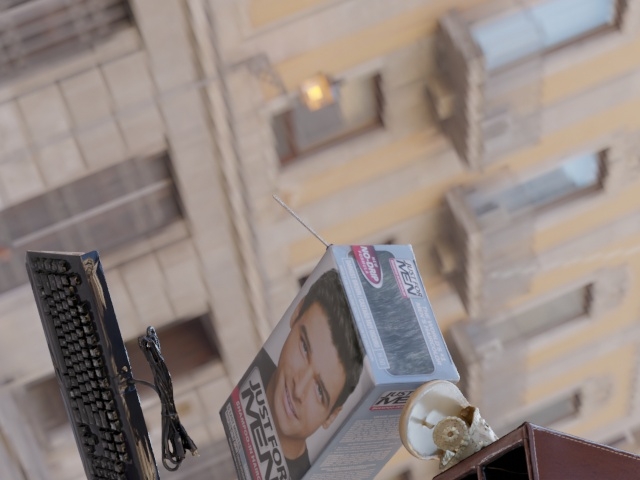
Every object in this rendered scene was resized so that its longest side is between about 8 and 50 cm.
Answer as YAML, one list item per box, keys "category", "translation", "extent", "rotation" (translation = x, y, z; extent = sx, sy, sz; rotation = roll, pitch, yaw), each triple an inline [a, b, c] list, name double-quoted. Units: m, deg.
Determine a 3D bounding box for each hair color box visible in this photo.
- category: "hair color box"
  translation: [0.010, 0.184, 1.880]
  extent: [0.374, 0.113, 0.185]
  rotation: [-56, -137, 46]

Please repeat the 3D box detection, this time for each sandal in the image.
- category: "sandal"
  translation: [0.164, 0.216, 1.699]
  extent: [0.079, 0.088, 0.240]
  rotation: [19, -14, 29]

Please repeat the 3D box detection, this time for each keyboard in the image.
- category: "keyboard"
  translation: [-0.237, 0.161, 1.814]
  extent: [0.201, 0.033, 0.317]
  rotation: [0, -68, 39]

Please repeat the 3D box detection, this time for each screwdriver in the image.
- category: "screwdriver"
  translation: [0.000, 0.000, 1.962]
  extent: [0.170, 0.024, 0.025]
  rotation: [41, 23, -27]

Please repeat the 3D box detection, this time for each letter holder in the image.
- category: "letter holder"
  translation: [0.284, 0.339, 1.618]
  extent: [0.152, 0.302, 0.214]
  rotation: [-39, -136, 41]
